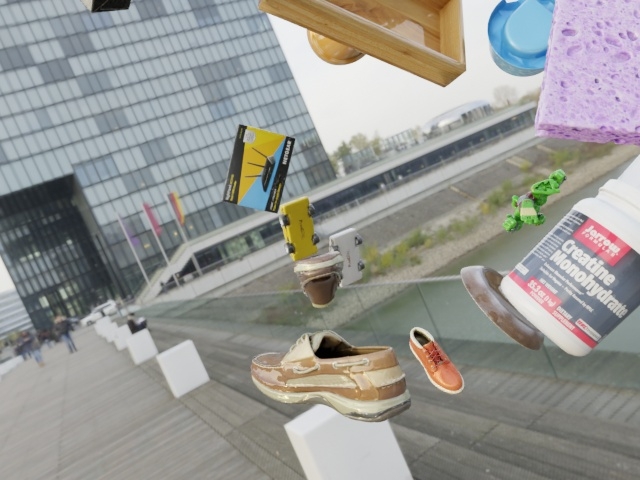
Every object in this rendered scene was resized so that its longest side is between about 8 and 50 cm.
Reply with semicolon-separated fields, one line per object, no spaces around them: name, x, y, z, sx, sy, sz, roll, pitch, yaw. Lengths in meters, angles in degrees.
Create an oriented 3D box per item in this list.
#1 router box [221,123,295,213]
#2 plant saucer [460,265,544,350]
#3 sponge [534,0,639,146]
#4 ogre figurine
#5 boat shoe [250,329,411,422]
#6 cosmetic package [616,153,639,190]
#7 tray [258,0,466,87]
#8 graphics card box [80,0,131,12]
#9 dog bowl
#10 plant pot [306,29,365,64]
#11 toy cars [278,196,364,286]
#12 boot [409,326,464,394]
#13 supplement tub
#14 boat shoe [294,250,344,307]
router box;-0.143;-0.163;1.190;0.133;0.178;0.046;12;9;-12
plant saucer;0.539;0.179;1.508;0.050;0.310;0.310;-48;-7;25
sponge;0.271;-0.190;0.471;0.117;0.210;0.031;10;-11;14
ogre figurine;0.527;-0.087;1.303;0.197;0.097;0.118;-63;-14;-9
boat shoe;0.009;0.209;0.882;0.324;0.119;0.123;-2;6;41
cosmetic package;0.811;-0.123;1.161;0.284;0.097;0.377;-86;22;-56
tray;0.092;-0.455;0.986;0.411;0.202;0.076;13;-23;-24
graphics card box;-0.471;-0.630;0.942;0.094;0.371;0.233;-33;-14;-46
dog bowl;0.460;-0.451;1.039;0.297;0.166;0.074;-44;-11;-1
plant pot;0.076;-0.610;1.481;0.205;0.205;0.188;-24;19;-4
toy cars;0.000;0.000;1.564;0.176;0.394;0.087;-55;38;4
boot;0.241;0.252;1.098;0.059;0.158;0.084;-34;-35;-10
supplement tub;0.475;0.049;0.912;0.272;0.191;0.191;-50;-2;12
boat shoe;0.006;0.080;1.001;0.095;0.095;0.257;-14;-6;0
